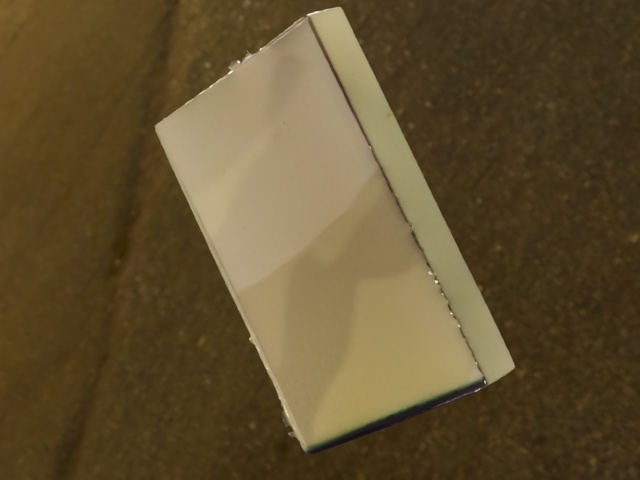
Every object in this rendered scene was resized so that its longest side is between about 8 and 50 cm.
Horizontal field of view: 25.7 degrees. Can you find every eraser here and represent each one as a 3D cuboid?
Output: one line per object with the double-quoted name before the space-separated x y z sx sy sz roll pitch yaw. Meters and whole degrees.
"eraser" 0.000 0.000 0.539 0.023 0.150 0.104 -21 -6 -47
